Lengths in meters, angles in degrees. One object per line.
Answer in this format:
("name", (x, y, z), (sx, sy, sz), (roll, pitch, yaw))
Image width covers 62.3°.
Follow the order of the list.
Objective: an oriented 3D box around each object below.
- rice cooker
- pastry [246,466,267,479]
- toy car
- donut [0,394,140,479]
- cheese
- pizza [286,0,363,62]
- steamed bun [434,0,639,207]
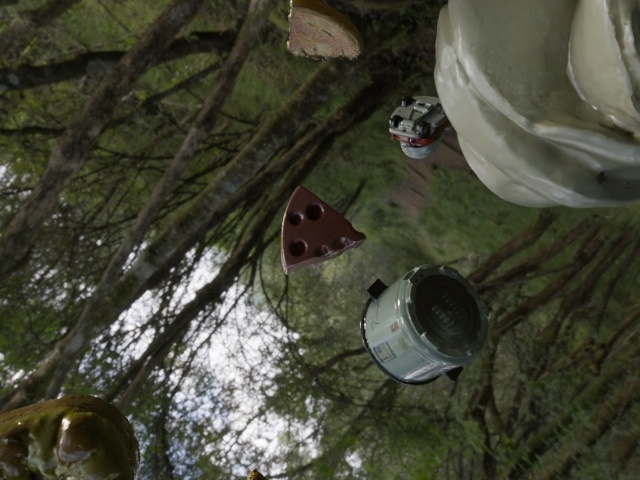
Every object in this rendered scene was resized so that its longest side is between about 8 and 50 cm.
("rice cooker", (0.225, 0.188, 1.177), (0.280, 0.227, 0.241), (45, -127, 3))
("pastry", (-0.120, 0.577, 1.184), (0.140, 0.056, 0.080), (52, 172, -6))
("toy car", (0.199, -0.217, 1.070), (0.112, 0.139, 0.112), (21, 140, 30))
("donut", (-0.381, 0.330, 0.732), (0.128, 0.262, 0.208), (-104, 5, -82))
("cheese", (-0.027, 0.006, 1.266), (0.203, 0.177, 0.128), (39, 169, 1))
("pizza", (-0.013, -0.598, 1.523), (0.290, 0.229, 0.081), (15, -110, -40))
("steamed bun", (0.320, -0.193, 0.558), (0.342, 0.368, 0.255), (53, -167, -21))
